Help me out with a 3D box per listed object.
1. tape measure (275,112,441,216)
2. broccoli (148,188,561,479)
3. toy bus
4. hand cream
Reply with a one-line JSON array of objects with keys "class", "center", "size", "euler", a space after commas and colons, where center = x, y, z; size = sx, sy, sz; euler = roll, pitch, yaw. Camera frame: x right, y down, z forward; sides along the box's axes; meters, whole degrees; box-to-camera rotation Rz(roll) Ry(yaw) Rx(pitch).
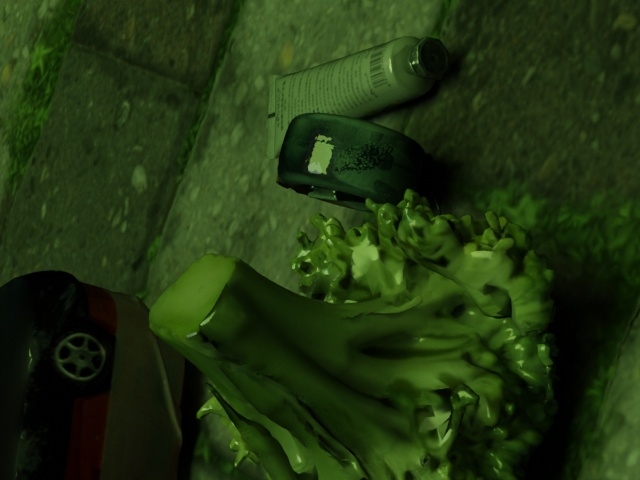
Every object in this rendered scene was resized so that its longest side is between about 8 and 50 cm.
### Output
[{"class": "tape measure", "center": [0.002, 0.002, 1.220], "size": [0.104, 0.107, 0.180], "euler": [31, 99, 47]}, {"class": "broccoli", "center": [0.015, 0.088, 1.064], "size": [0.263, 0.243, 0.247], "euler": [-27, 44, 36]}, {"class": "toy bus", "center": [-0.188, 0.181, 1.355], "size": [0.127, 0.147, 0.302], "euler": [-11, 68, 51]}, {"class": "hand cream", "center": [0.020, -0.107, 1.297], "size": [0.194, 0.042, 0.067], "euler": [-15, 74, 53]}]
